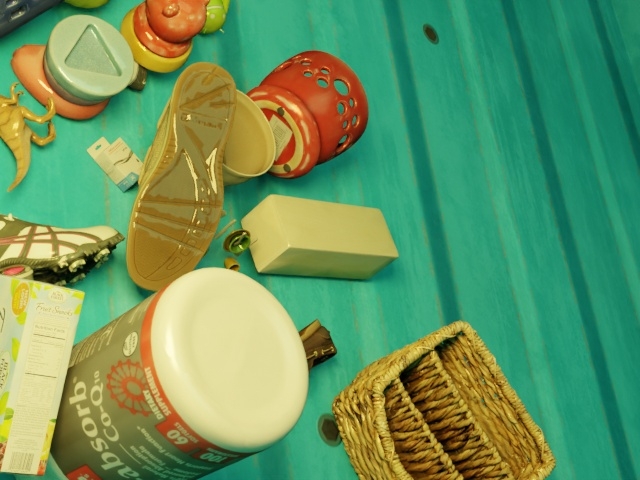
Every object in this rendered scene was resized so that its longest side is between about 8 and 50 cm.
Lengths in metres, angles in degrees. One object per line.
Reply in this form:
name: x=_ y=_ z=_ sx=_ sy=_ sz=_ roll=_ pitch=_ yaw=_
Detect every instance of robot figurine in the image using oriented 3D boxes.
robot figurine: x=-0.207 y=-0.415 z=1.868 sx=0.101 sy=0.067 sz=0.115 roll=-13 pitch=76 yaw=-40

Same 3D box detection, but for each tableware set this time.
tableware set: x=-0.163 y=0.009 z=1.626 sx=0.024 sy=0.104 sz=0.154 roll=54 pitch=7 yaw=34

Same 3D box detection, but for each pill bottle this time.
pill bottle: x=-0.203 y=0.192 z=1.244 sx=0.210 sy=0.363 sz=0.210 roll=27 pitch=48 yaw=-34

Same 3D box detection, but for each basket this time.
basket: x=0.189 y=0.316 z=1.700 sx=0.213 sy=0.223 sz=0.299 roll=-33 pitch=92 yaw=-51

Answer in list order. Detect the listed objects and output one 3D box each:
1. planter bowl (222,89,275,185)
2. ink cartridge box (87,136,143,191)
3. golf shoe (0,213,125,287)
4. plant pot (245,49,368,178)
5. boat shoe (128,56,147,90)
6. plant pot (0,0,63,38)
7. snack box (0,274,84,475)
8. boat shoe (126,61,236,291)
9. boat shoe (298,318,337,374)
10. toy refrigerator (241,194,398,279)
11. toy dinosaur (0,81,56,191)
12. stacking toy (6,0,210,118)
planter bowl: x=-0.167 y=-0.154 z=1.709 sx=0.162 sy=0.109 sz=0.162 roll=24 pitch=52 yaw=-34
ink cartridge box: x=-0.306 y=-0.121 z=1.603 sx=0.083 sy=0.028 sz=0.048 roll=49 pitch=39 yaw=-11
golf shoe: x=-0.374 y=0.009 z=1.392 sx=0.272 sy=0.105 sz=0.120 roll=-22 pitch=76 yaw=-52
plant pot: x=-0.040 y=-0.213 z=1.827 sx=0.174 sy=0.191 sz=0.191 roll=-37 pitch=95 yaw=-45
boat shoe: x=-0.298 y=-0.304 z=1.720 sx=0.040 sy=0.049 sz=0.142 roll=32 pitch=51 yaw=-40
plant pot: x=-0.465 y=-0.410 z=1.405 sx=0.236 sy=0.212 sz=0.236 roll=-35 pitch=93 yaw=-19
snack box: x=-0.357 y=0.145 z=1.204 sx=0.070 sy=0.174 sz=0.207 roll=15 pitch=84 yaw=-41
boat shoe: x=-0.202 y=-0.086 z=1.546 sx=0.121 sy=0.110 sz=0.341 roll=20 pitch=77 yaw=-17
boat shoe: x=-0.039 y=0.190 z=1.653 sx=0.073 sy=0.073 sz=0.207 roll=57 pitch=39 yaw=1
toy refrigerator: x=0.000 y=0.000 z=1.807 sx=0.269 sy=0.094 sz=0.102 roll=5 pitch=56 yaw=-46
toy dinosaur: x=-0.423 y=-0.151 z=1.487 sx=0.112 sy=0.064 sz=0.212 roll=-15 pitch=68 yaw=-32
stacking toy: x=-0.335 y=-0.355 z=1.597 sx=0.279 sy=0.130 sz=0.309 roll=51 pitch=51 yaw=-6
